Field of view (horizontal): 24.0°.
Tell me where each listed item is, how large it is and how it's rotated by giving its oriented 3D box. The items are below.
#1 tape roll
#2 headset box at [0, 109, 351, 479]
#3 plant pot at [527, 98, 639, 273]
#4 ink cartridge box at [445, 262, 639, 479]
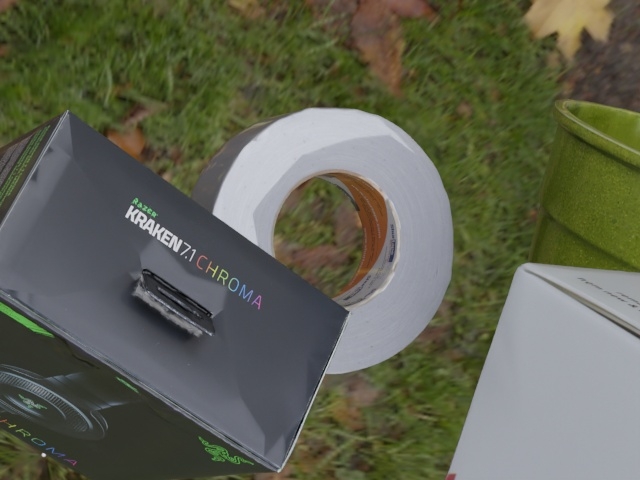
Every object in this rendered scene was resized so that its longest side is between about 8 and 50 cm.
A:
[{"bbox_3d":[0.000,0.000,1.249,0.219,0.072,0.219,0,91,-23],"label":"tape roll"},{"bbox_3d":[-0.155,0.054,1.044,0.246,0.283,0.131,37,62,-24],"label":"headset box"},{"bbox_3d":[0.288,0.124,1.102,0.366,0.366,0.353,16,103,-8],"label":"plant pot"},{"bbox_3d":[0.117,0.081,0.397,0.175,0.072,0.127,6,108,-37],"label":"ink cartridge box"}]
